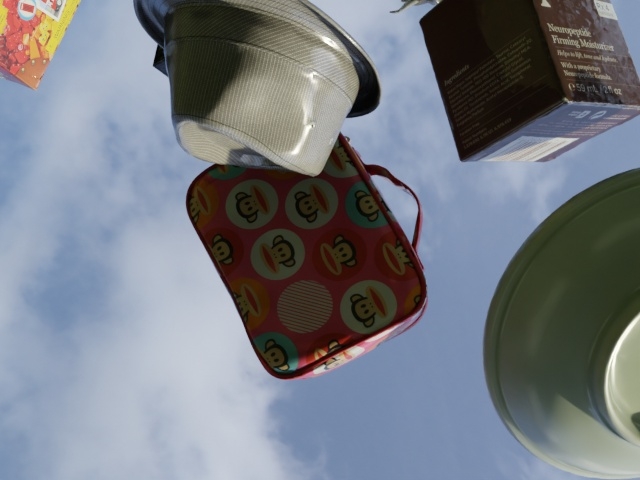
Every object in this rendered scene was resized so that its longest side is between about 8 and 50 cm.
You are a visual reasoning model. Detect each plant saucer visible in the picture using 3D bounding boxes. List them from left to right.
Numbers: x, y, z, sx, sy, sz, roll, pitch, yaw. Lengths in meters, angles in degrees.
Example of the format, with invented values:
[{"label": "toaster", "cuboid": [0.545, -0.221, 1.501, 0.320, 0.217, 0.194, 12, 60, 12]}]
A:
[{"label": "plant saucer", "cuboid": [0.387, 0.118, 0.776, 0.401, 0.400, 0.100, -31, -159, 4]}]

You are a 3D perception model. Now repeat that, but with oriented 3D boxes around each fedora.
[{"label": "fedora", "cuboid": [-0.068, -0.137, 0.689, 0.244, 0.275, 0.124, 12, -97, 19]}]

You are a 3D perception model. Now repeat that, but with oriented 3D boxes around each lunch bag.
[{"label": "lunch bag", "cuboid": [0.000, 0.000, 0.862, 0.258, 0.120, 0.293, -28, -105, 5]}]

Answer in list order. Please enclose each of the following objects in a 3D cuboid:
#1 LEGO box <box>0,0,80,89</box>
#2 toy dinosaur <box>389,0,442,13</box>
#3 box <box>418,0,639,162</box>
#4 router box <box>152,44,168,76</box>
[{"label": "LEGO box", "cuboid": [-0.524, -0.559, 1.112, 0.193, 0.372, 0.500, 19, -99, 17]}, {"label": "toy dinosaur", "cuboid": [0.232, -0.439, 1.001, 0.160, 0.313, 0.121, -10, -123, -28]}, {"label": "box", "cuboid": [0.256, -0.217, 0.859, 0.167, 0.169, 0.203, -31, -111, 53]}, {"label": "router box", "cuboid": [-0.122, -0.230, 0.892, 0.046, 0.179, 0.133, -16, -123, 35]}]
